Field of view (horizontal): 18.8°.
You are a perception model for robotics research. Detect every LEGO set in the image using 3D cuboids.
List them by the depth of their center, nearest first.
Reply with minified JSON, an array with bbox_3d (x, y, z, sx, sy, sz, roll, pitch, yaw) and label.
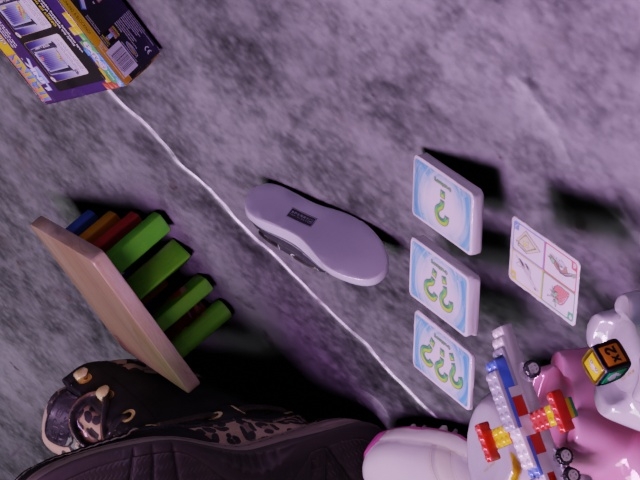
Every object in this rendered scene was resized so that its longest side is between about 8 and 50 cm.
[{"bbox_3d":[0.116,0.070,1.312,0.244,0.060,0.182,39,137,49],"label":"LEGO set"}]

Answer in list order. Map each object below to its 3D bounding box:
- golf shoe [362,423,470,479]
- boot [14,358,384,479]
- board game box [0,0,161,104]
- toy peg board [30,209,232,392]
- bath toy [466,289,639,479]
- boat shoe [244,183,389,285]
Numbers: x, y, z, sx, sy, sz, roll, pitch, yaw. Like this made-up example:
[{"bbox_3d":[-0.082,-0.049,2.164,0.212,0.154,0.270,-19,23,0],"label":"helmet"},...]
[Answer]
[{"bbox_3d":[0.140,0.251,1.587,0.306,0.140,0.115,22,148,36],"label":"golf shoe"},{"bbox_3d":[-0.159,0.197,1.711,0.284,0.377,0.138,15,109,50],"label":"boot"},{"bbox_3d":[-0.222,-0.191,1.514,0.170,0.048,0.141,53,152,-21],"label":"board game box"},{"bbox_3d":[-0.164,0.037,1.754,0.161,0.079,0.160,57,164,-26],"label":"toy peg board"},{"bbox_3d":[0.224,0.127,1.330,0.348,0.129,0.151,138,129,-60],"label":"bath toy"},{"bbox_3d":[0.000,0.000,1.509,0.142,0.049,0.040,31,157,32],"label":"boat shoe"}]
